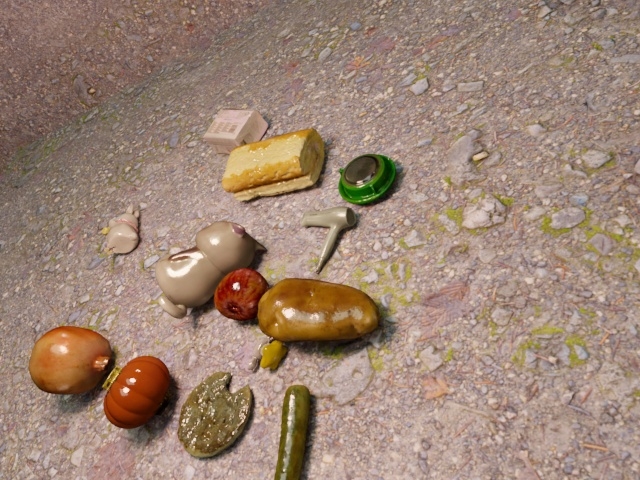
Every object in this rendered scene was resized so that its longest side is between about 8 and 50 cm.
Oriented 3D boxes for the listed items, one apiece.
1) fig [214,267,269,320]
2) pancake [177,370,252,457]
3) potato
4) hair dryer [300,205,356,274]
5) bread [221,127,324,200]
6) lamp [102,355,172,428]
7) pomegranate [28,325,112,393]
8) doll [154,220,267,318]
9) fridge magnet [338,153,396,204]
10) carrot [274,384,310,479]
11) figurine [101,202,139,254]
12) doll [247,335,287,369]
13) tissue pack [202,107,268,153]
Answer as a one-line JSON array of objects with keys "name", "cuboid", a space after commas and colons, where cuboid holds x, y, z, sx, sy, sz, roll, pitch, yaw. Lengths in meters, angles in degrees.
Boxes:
[{"name": "fig", "cuboid": [-0.232, 0.153, 1.521, 0.175, 0.175, 0.207, -7, 27, 28]}, {"name": "pancake", "cuboid": [-0.306, 0.498, 1.369, 0.254, 0.037, 0.253, -18, 48, 21]}, {"name": "potato", "cuboid": [-0.013, 0.195, 1.331, 0.370, 0.195, 0.176, -1, 89, 22]}, {"name": "hair dryer", "cuboid": [0.000, 0.000, 1.561, 0.207, 0.075, 0.237, -3, 63, 39]}, {"name": "bread", "cuboid": [-0.181, -0.292, 1.815, 0.376, 0.165, 0.236, -10, 49, 28]}, {"name": "lamp", "cuboid": [-0.553, 0.457, 1.445, 0.223, 0.197, 0.223, -55, 11, 17]}, {"name": "pomegranate", "cuboid": [-0.836, 0.411, 1.628, 0.271, 0.252, 0.228, 1, 64, 8]}, {"name": "doll", "cuboid": [-0.394, 0.080, 1.628, 0.370, 0.215, 0.226, -45, 50, -7]}, {"name": "fridge magnet", "cuboid": [0.152, -0.211, 1.596, 0.208, 0.088, 0.207, -17, 49, 20]}, {"name": "carrot", "cuboid": [-0.077, 0.536, 1.174, 0.074, 0.074, 0.358, -10, 53, 26]}, {"name": "figurine", "cuboid": [-0.870, -0.053, 2.098, 0.155, 0.127, 0.235, -37, 39, 16]}, {"name": "doll", "cuboid": [-0.167, 0.328, 1.398, 0.135, 0.071, 0.113, -44, 37, 1]}, {"name": "tissue pack", "cuboid": [-0.376, -0.483, 2.113, 0.225, 0.124, 0.184, 13, 64, 38]}]
